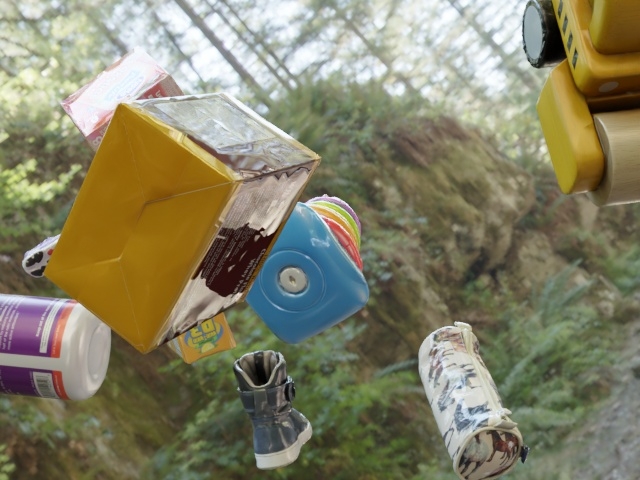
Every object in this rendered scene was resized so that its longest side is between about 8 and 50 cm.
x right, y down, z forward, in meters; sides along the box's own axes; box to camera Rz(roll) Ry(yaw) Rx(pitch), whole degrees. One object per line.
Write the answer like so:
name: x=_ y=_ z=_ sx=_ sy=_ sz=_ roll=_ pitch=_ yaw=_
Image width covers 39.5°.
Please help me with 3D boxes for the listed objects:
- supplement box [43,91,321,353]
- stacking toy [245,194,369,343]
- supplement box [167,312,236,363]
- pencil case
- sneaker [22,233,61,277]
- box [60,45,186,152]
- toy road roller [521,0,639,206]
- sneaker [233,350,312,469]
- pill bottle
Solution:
supplement box: x=-0.127 y=-0.026 z=0.864 sx=0.191 sy=0.129 sz=0.194 roll=-60 pitch=-14 yaw=22
stacking toy: x=0.000 y=0.000 z=1.310 sx=0.165 sy=0.175 sz=0.302 roll=-32 pitch=10 yaw=24
supplement box: x=-0.194 y=0.131 z=1.361 sx=0.078 sy=0.080 sz=0.233 roll=-18 pitch=7 yaw=-16
pencil case: x=0.342 y=0.362 z=2.064 sx=0.183 sy=0.160 sz=0.410 roll=-52 pitch=24 yaw=20
sneaker: x=-0.508 y=0.005 z=1.752 sx=0.169 sy=0.071 sz=0.068 roll=-24 pitch=-56 yaw=-10
box: x=-0.212 y=-0.105 z=1.278 sx=0.142 sy=0.154 sz=0.300 roll=-39 pitch=-52 yaw=-7
toy road roller: x=0.384 y=-0.228 z=1.082 sx=0.202 sy=0.330 sz=0.240 roll=-8 pitch=-21 yaw=-4
sneaker: x=-0.073 y=0.246 z=1.393 sx=0.086 sy=0.164 sz=0.226 roll=-14 pitch=1 yaw=2
pill bottle: x=-0.559 y=0.189 z=1.622 sx=0.181 sy=0.322 sz=0.182 roll=5 pitch=-90 yaw=-84
